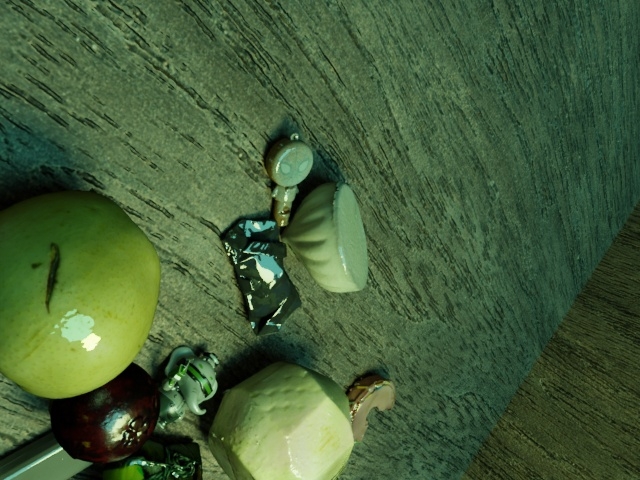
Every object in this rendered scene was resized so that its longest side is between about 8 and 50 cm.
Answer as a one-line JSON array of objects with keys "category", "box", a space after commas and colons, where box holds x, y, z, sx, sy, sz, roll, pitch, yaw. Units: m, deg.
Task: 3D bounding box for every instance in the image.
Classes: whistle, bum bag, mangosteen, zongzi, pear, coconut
[{"category": "whistle", "box": [-0.074, -0.133, 1.306, 0.107, 0.057, 0.220, -13, 126, -35]}, {"category": "bum bag", "box": [-0.126, 0.083, 1.362, 0.137, 0.074, 0.310, -26, 125, -19]}, {"category": "mangosteen", "box": [-0.400, 0.308, 1.110, 0.210, 0.210, 0.210, -25, 129, -35]}, {"category": "zongzi", "box": [-0.398, 0.621, 1.251, 0.362, 0.383, 0.319, -24, 148, 11]}, {"category": "pear", "box": [-0.392, 0.077, 0.916, 0.309, 0.309, 0.309, -25, 129, -35]}, {"category": "coconut", "box": [-0.081, 0.460, 1.456, 0.352, 0.352, 0.352, -25, 129, -35]}]

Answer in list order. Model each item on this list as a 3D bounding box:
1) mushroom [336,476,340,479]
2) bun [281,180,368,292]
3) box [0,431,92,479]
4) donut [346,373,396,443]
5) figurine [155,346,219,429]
[{"category": "mushroom", "box": [-0.075, 0.659, 1.700, 0.278, 0.163, 0.297, 23, 95, -42]}, {"category": "bun", "box": [0.000, 0.000, 1.386, 0.263, 0.175, 0.263, -10, 90, -72]}, {"category": "box", "box": [-0.523, 0.428, 1.166, 0.243, 0.055, 0.103, -26, 130, -34]}, {"category": "donut", "box": [0.142, 0.519, 1.897, 0.233, 0.085, 0.199, -37, 136, -26]}, {"category": "figurine", "box": [-0.292, 0.317, 1.298, 0.192, 0.126, 0.147, -49, 121, -32]}]
